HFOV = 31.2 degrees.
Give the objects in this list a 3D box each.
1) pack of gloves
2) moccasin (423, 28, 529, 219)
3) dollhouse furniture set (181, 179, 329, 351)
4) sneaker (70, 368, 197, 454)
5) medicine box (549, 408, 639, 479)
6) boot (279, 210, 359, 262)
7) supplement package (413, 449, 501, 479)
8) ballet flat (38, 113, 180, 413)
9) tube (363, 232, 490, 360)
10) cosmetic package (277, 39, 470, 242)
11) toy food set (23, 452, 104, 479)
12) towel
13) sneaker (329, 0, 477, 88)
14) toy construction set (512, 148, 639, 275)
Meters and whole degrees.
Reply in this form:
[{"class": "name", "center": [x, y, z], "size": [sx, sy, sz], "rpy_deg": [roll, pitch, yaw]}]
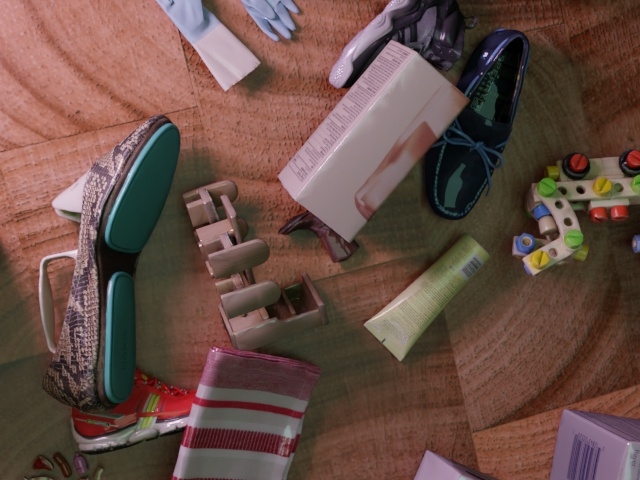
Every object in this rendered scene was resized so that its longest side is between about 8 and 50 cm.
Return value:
[{"class": "pack of gloves", "center": [-0.161, -0.393, 1.900], "size": [0.195, 0.046, 0.232], "rpy_deg": [-41, 103, -18]}, {"class": "moccasin", "center": [0.260, -0.202, 1.946], "size": [0.138, 0.117, 0.342], "rpy_deg": [15, 90, -12]}, {"class": "dollhouse furniture set", "center": [-0.099, 0.039, 1.844], "size": [0.161, 0.212, 0.242], "rpy_deg": [-19, 123, -8]}, {"class": "sneaker", "center": [-0.270, 0.263, 1.874], "size": [0.279, 0.107, 0.118], "rpy_deg": [-14, 82, -15]}, {"class": "medicine box", "center": [0.584, 0.403, 1.966], "size": [0.289, 0.263, 0.149], "rpy_deg": [10, 91, -11]}, {"class": "boot", "center": [0.000, 0.000, 1.946], "size": [0.106, 0.037, 0.114], "rpy_deg": [-33, 103, -10]}, {"class": "supplement package", "center": [0.266, 0.475, 1.941], "size": [0.203, 0.194, 0.149], "rpy_deg": [24, 87, -12]}, {"class": "ballet flat", "center": [-0.357, 0.026, 1.817], "size": [0.182, 0.164, 0.483], "rpy_deg": [9, 85, 19]}, {"class": "tube", "center": [0.188, 0.091, 1.981], "size": [0.240, 0.062, 0.070], "rpy_deg": [-46, 57, -1]}, {"class": "cosmetic package", "center": [0.081, -0.161, 1.834], "size": [0.129, 0.153, 0.296], "rpy_deg": [39, 97, -21]}, {"class": "toy food set", "center": [-0.422, 0.384, 1.889], "size": [0.122, 0.019, 0.078], "rpy_deg": [16, 89, -4]}, {"class": "towel", "center": [-0.131, 0.344, 1.872], "size": [0.237, 0.037, 0.329], "rpy_deg": [14, 93, -43]}, {"class": "sneaker", "center": [0.147, -0.322, 1.923], "size": [0.153, 0.101, 0.268], "rpy_deg": [44, 82, -8]}, {"class": "toy construction set", "center": [0.486, -0.039, 1.983], "size": [0.328, 0.151, 0.215], "rpy_deg": [2, 68, -19]}]
